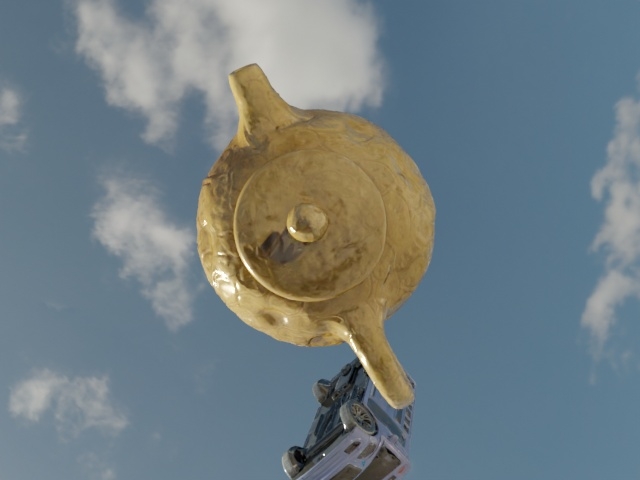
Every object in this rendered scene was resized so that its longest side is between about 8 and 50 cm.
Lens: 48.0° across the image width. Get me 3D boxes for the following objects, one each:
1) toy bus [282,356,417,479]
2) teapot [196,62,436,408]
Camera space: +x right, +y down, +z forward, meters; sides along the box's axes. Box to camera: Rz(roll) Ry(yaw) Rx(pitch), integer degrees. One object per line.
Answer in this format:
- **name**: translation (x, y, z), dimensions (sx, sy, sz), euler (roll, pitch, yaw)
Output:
- **toy bus**: translation (0.055, 0.254, 0.988), dimensions (0.133, 0.292, 0.125), euler (45, -72, -3)
- **teapot**: translation (0.000, 0.000, 0.595), dimensions (0.203, 0.167, 0.311), euler (-25, -92, 3)
